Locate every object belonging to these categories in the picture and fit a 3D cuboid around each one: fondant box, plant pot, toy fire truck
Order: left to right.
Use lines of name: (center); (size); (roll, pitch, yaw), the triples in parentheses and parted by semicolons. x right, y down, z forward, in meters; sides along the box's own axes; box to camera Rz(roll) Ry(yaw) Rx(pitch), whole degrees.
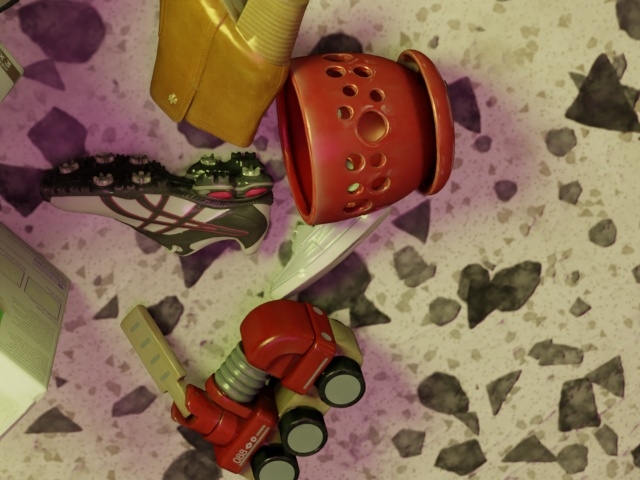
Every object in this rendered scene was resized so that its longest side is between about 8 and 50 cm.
fondant box: (-0.399, 0.055, 1.556); (0.238, 0.330, 0.096); (42, 99, -16)
toy fire truck: (-0.103, 0.149, 1.724); (0.246, 0.158, 0.217); (28, 111, -24)
plant pot: (0.050, -0.122, 1.631); (0.174, 0.191, 0.191); (-9, 109, -13)

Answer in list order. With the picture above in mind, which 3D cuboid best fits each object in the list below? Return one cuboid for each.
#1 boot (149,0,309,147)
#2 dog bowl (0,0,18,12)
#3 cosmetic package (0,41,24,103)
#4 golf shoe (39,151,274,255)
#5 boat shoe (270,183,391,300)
boot: (-0.156, -0.252, 1.587); (0.295, 0.104, 0.211); (41, 125, 16)
dog bowl: (-0.427, -0.403, 1.379); (0.408, 0.150, 0.408); (14, 114, 34)
cosmetic package: (-0.489, -0.114, 1.309); (0.385, 0.156, 0.217); (-30, 112, 26)
golf shoe: (-0.190, -0.036, 1.674); (0.273, 0.105, 0.120); (1, 115, -6)
boat shoe: (0.000, 0.000, 1.730); (0.184, 0.066, 0.063); (-43, 79, 19)
